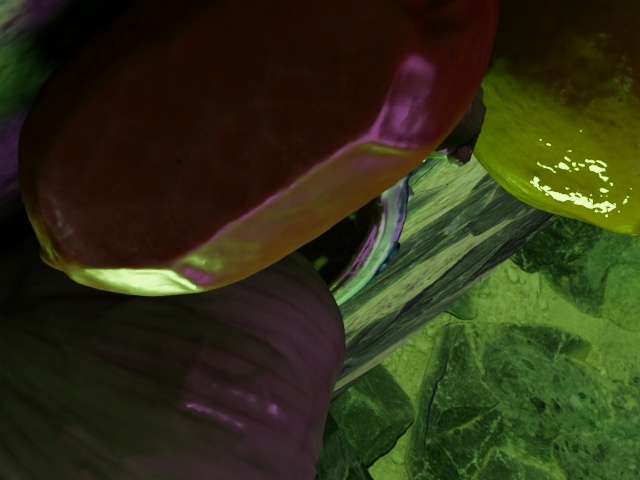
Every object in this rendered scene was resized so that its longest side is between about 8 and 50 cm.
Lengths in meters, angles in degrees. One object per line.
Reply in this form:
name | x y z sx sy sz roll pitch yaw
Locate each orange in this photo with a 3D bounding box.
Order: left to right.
orange | 0.220 -0.132 1.159 0.279 0.235 0.279 -37 164 -12

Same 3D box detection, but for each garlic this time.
garlic | -0.136 0.108 1.121 0.317 0.259 0.317 -42 -154 26

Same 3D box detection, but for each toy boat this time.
toy boat | 0.000 0.000 1.480 0.262 0.114 0.115 -39 174 32

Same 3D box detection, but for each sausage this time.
sausage | -0.035 -0.071 0.847 0.268 0.153 0.141 -35 180 16

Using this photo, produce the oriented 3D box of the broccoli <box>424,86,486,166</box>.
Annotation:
broccoli | 0.035 -0.098 1.069 0.146 0.137 0.162 -52 -159 43
